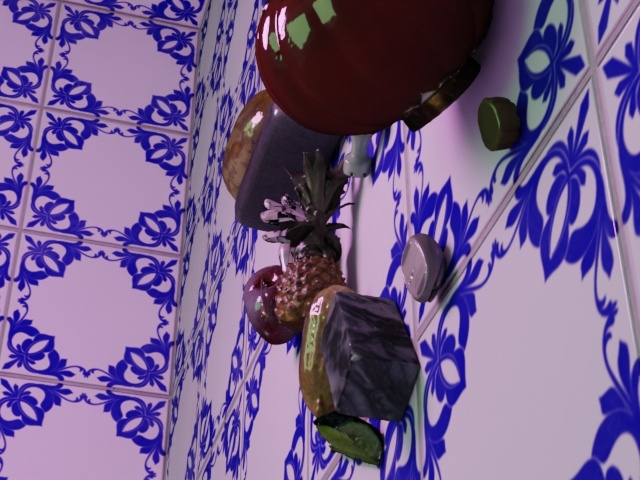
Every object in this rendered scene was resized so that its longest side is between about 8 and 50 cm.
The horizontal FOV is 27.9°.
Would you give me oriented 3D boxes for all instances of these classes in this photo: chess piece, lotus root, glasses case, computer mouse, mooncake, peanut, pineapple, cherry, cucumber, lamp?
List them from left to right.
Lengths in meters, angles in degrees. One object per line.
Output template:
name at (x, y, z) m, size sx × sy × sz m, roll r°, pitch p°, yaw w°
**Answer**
lotus root at (-0.088, -0.187, 2.388) m, size 0.173 × 0.173 × 0.309 m, roll -93°, pitch 20°, yaw -44°
cherry at (-0.074, 0.131, 2.156) m, size 0.188 × 0.115 × 0.148 m, roll -100°, pitch 30°, yaw -53°
glasses case at (-0.057, -0.130, 2.230) m, size 0.323 × 0.131 × 0.074 m, roll 115°, pitch 163°, yaw -50°
pineapple at (0.000, 0.000, 1.952) m, size 0.119 × 0.130 × 0.277 m, roll 55°, pitch -145°, yaw -65°
peanut at (0.013, 0.159, 1.822) m, size 0.093 × 0.083 × 0.194 m, roll -179°, pitch 98°, yaw -78°
cucumber at (0.030, 0.257, 1.731) m, size 0.046 × 0.070 × 0.220 m, roll -53°, pitch 9°, yaw -14°
chess piece at (0.059, -0.147, 1.911) m, size 0.067 × 0.067 × 0.103 m, roll -102°, pitch 17°, yaw -59°
lamp at (0.064, -0.256, 1.498) m, size 0.303 × 0.257 × 0.303 m, roll -41°, pitch 9°, yaw 8°
computer mouse at (0.127, 0.033, 1.526) m, size 0.096 × 0.039 × 0.066 m, roll -111°, pitch 32°, yaw -52°
mooncake at (0.200, -0.271, 1.389) m, size 0.150 × 0.057 × 0.347 m, roll 26°, pitch 103°, yaw 65°

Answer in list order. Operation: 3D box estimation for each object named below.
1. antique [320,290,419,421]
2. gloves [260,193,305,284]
antique at (0.058, 0.140, 1.633) m, size 0.183 × 0.088 × 0.086 m, roll -105°, pitch 28°, yaw -63°
gloves at (-0.031, 0.019, 2.075) m, size 0.127 × 0.111 × 0.212 m, roll 51°, pitch -146°, yaw -61°
